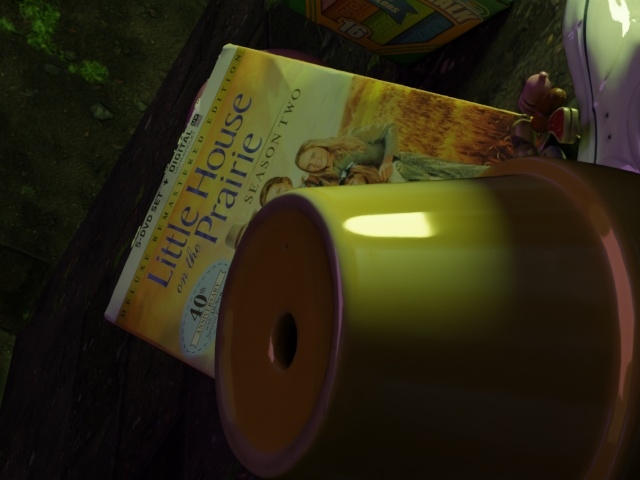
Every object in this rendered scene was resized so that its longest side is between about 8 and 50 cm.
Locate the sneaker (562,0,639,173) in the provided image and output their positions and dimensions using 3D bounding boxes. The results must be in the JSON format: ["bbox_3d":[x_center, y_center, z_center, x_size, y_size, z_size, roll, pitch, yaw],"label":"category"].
[{"bbox_3d":[0.234,-0.109,0.905,0.091,0.094,0.258,-30,48,45],"label":"sneaker"}]

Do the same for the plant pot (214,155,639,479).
[{"bbox_3d":[0.076,0.067,0.771,0.254,0.239,0.254,-26,61,59],"label":"plant pot"}]

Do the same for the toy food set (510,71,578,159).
[{"bbox_3d":[0.158,-0.082,0.928,0.122,0.019,0.078,-124,41,-75],"label":"toy food set"}]

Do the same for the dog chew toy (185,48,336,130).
[{"bbox_3d":[-0.032,-0.067,1.377,0.206,0.206,0.332,-57,28,23],"label":"dog chew toy"}]

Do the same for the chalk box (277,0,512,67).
[{"bbox_3d":[0.108,-0.329,1.336,0.289,0.179,0.180,-24,45,63],"label":"chalk box"}]

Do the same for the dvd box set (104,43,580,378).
[{"bbox_3d":[0.000,0.000,1.143,0.420,0.062,0.307,22,87,45],"label":"dvd box set"}]
